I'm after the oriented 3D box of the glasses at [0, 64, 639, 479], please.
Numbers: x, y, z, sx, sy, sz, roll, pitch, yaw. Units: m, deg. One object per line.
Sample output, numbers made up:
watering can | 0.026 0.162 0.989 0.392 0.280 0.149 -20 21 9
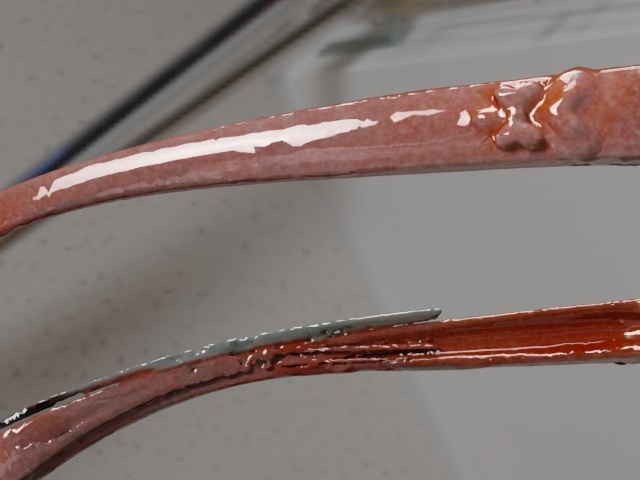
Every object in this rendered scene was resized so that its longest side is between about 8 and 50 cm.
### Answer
glasses | 0.000 0.000 0.567 0.234 0.268 0.118 51 -143 -72
